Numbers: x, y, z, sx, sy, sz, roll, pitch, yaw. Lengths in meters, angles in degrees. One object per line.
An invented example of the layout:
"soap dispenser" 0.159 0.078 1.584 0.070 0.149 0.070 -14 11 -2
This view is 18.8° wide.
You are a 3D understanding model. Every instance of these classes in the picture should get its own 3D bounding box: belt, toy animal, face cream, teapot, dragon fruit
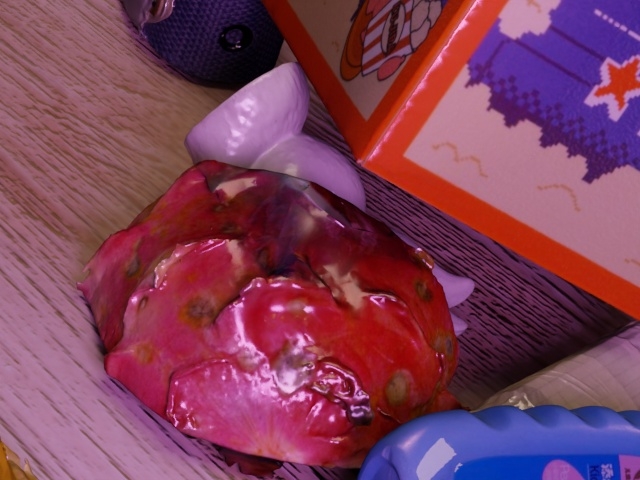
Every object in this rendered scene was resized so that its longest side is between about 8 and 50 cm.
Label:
"belt" -0.084 -0.236 1.547 0.140 0.126 0.230 9 39 -19
"toy animal" -0.001 -0.002 1.337 0.220 0.131 0.104 53 5 0
"face cream" 0.148 0.169 1.135 0.264 0.149 0.083 2 12 -27
"teapot" 0.165 0.131 1.252 0.200 0.077 0.107 -22 81 -43
"dragon fruit" -0.023 0.053 1.205 0.274 0.126 0.161 23 35 2

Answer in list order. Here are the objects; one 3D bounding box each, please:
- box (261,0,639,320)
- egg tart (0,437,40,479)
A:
"box" 0.177 -0.149 1.326 0.319 0.257 0.348 30 15 -23
"egg tart" -0.256 0.113 0.971 0.295 0.116 0.295 16 15 -4
